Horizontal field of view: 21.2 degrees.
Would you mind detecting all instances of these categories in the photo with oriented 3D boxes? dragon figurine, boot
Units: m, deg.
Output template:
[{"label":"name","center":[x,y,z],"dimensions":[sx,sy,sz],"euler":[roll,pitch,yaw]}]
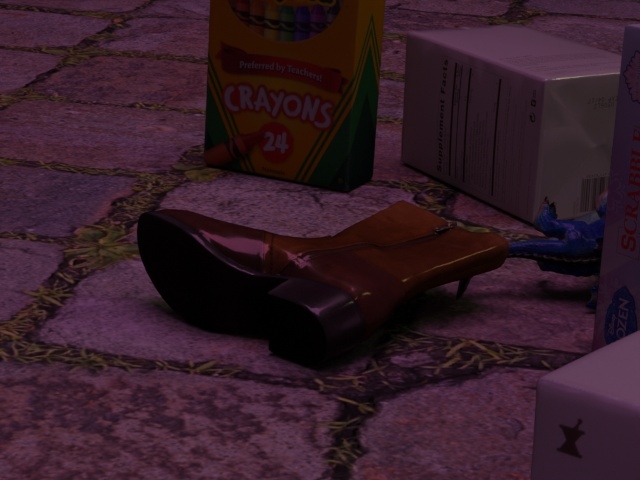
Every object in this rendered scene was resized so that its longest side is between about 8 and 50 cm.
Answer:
[{"label":"dragon figurine","center":[0.285,0.016,1.701],"dimensions":[0.289,0.085,0.144],"euler":[-10,27,-27]},{"label":"boot","center":[0.000,0.000,1.635],"dimensions":[0.264,0.096,0.280],"euler":[18,30,35]}]

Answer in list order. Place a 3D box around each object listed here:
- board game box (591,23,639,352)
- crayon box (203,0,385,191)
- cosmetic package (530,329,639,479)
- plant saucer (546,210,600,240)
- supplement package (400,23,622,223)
[{"label":"board game box","center":[0.387,-0.045,1.543],"dimensions":[0.318,0.318,0.066],"euler":[-10,21,-37]},{"label":"crayon box","center":[-0.032,-0.234,2.059],"dimensions":[0.202,0.318,0.081],"euler":[11,19,24]},{"label":"cosmetic package","center":[0.358,0.141,1.202],"dimensions":[0.230,0.161,0.453],"euler":[16,20,37]},{"label":"plant saucer","center":[0.342,-0.002,1.864],"dimensions":[0.195,0.037,0.195],"euler":[3,17,-1]},{"label":"supplement package","center":[0.248,-0.149,2.077],"dimensions":[0.177,0.175,0.293],"euler":[-8,21,-28]}]
